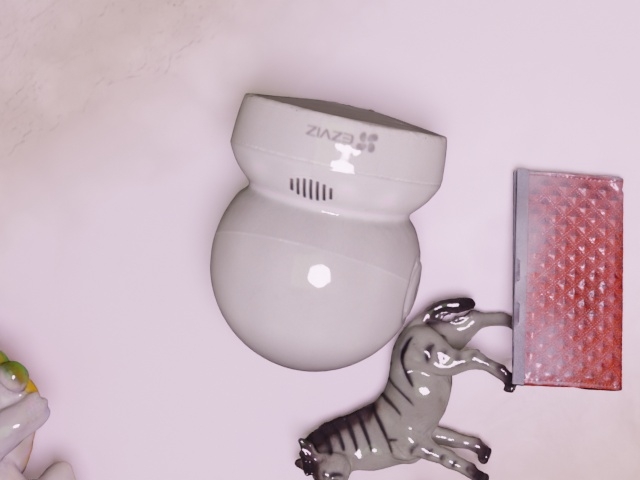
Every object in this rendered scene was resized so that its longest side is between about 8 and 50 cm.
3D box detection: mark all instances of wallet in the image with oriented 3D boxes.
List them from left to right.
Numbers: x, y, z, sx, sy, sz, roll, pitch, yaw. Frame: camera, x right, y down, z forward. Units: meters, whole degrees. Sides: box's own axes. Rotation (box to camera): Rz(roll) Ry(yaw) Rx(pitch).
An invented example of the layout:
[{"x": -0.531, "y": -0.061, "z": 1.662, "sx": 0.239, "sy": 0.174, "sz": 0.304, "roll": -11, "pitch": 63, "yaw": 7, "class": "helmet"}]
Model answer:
[{"x": 0.223, "y": 0.035, "z": 1.071, "sx": 0.103, "sy": 0.020, "sz": 0.197, "roll": 3, "pitch": 78, "yaw": -3, "class": "wallet"}]

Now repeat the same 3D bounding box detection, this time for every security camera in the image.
[{"x": 0.000, "y": 0.000, "z": 1.039, "sx": 0.194, "sy": 0.194, "sz": 0.236, "roll": 11, "pitch": 98, "yaw": 5, "class": "security camera"}]

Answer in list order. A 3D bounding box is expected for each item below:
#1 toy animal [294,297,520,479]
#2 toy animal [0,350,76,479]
[{"x": 0.083, "y": 0.149, "z": 1.100, "sx": 0.176, "sy": 0.073, "sz": 0.217, "roll": 18, "pitch": 92, "yaw": 4, "class": "toy animal"}, {"x": -0.377, "y": 0.203, "z": 1.090, "sx": 0.247, "sy": 0.183, "sz": 0.310, "roll": -39, "pitch": 93, "yaw": -25, "class": "toy animal"}]
